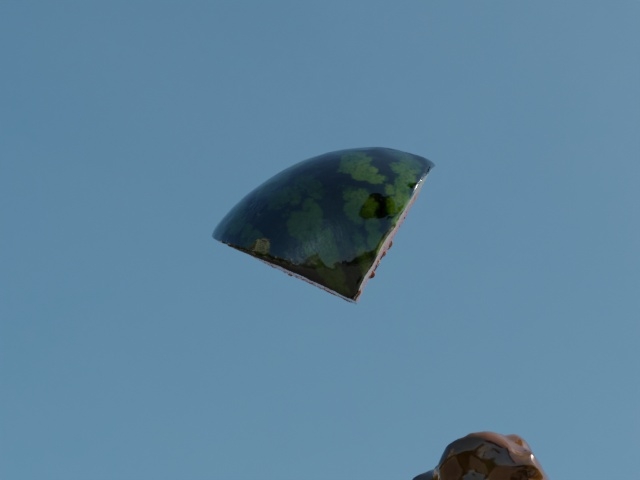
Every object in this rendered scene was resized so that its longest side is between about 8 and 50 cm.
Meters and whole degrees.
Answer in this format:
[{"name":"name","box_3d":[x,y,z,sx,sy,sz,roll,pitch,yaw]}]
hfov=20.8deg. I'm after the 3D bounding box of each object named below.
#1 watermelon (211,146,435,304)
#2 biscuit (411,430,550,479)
[{"name":"watermelon","box_3d":[0.000,0.000,1.036,0.135,0.125,0.094,1,-45,31]},{"name":"biscuit","box_3d":[0.175,0.359,1.353,0.166,0.342,0.395,-23,-30,6]}]
